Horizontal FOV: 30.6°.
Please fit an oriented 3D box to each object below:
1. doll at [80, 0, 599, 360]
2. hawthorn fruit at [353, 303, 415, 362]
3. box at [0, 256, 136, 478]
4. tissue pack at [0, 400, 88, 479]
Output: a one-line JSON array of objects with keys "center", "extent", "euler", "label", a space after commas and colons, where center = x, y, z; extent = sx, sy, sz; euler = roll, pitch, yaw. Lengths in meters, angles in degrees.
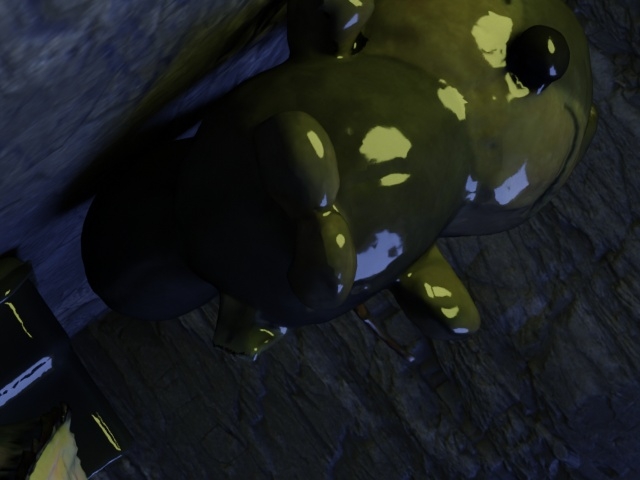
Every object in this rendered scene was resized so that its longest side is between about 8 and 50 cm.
[{"center": [0.013, -0.093, 0.859], "extent": [0.379, 0.252, 0.382], "euler": [9, -147, 42], "label": "doll"}, {"center": [-0.016, -0.037, 1.148], "extent": [0.235, 0.263, 0.231], "euler": [-4, 134, -40], "label": "hawthorn fruit"}, {"center": [-0.249, 0.127, 0.992], "extent": [0.138, 0.178, 0.274], "euler": [-39, -178, -12], "label": "box"}, {"center": [-0.302, 0.220, 0.617], "extent": [0.361, 0.122, 0.259], "euler": [-18, -170, 2], "label": "tissue pack"}]
